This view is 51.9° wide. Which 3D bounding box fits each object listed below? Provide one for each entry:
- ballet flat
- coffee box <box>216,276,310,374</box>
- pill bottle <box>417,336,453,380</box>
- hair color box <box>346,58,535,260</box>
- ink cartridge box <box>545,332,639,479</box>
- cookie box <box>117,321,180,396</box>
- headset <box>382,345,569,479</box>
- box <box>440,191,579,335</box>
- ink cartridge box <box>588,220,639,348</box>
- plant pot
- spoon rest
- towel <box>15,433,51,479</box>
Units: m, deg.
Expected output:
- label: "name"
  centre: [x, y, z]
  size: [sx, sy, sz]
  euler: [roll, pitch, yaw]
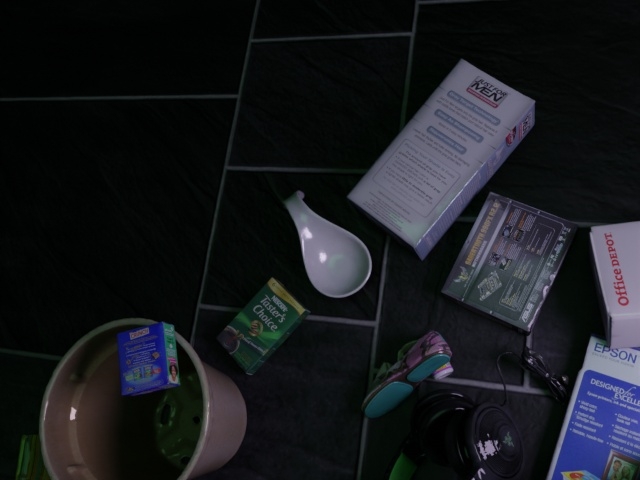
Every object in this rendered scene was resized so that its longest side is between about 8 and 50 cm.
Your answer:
- label: "ballet flat"
  centre: [0.158, 0.251, 1.262]
  size: [0.221, 0.077, 0.079]
  euler: [-47, 37, 24]
- label: "coffee box"
  centre: [-0.123, 0.181, 1.403]
  size: [0.184, 0.040, 0.113]
  euler: [-46, 66, 0]
- label: "pill bottle"
  centre: [0.221, 0.226, 1.277]
  size: [0.043, 0.043, 0.083]
  euler: [-29, 66, 8]
- label: "hair color box"
  centre: [0.249, -0.166, 1.352]
  size: [0.185, 0.113, 0.374]
  euler: [39, 89, 24]
- label: "ink cartridge box"
  centre: [0.569, 0.353, 1.115]
  size: [0.304, 0.072, 0.307]
  euler: [18, 77, 23]
- label: "cookie box"
  centre: [-0.292, 0.202, 1.116]
  size: [0.092, 0.040, 0.107]
  euler: [-15, 70, 13]
- label: "headset"
  centre: [0.273, 0.353, 1.139]
  size: [0.185, 0.243, 0.394]
  euler: [45, 75, -11]
- label: "box"
  centre: [0.367, 0.043, 1.280]
  size: [0.183, 0.056, 0.231]
  euler: [24, 82, 23]
- label: "ink cartridge box"
  centre: [0.619, 0.066, 1.130]
  size: [0.273, 0.114, 0.198]
  euler: [-7, 50, 16]
- label: "plant pot"
  centre: [-0.300, 0.339, 1.266]
  size: [0.334, 0.305, 0.333]
  euler: [-5, 73, 16]
- label: "spoon rest"
  centre: [0.000, 0.000, 1.397]
  size: [0.137, 0.084, 0.276]
  euler: [-38, 65, 4]
- label: "towel"
  centre: [-0.571, 0.481, 1.464]
  size: [0.237, 0.021, 0.102]
  euler: [-7, 72, 15]
